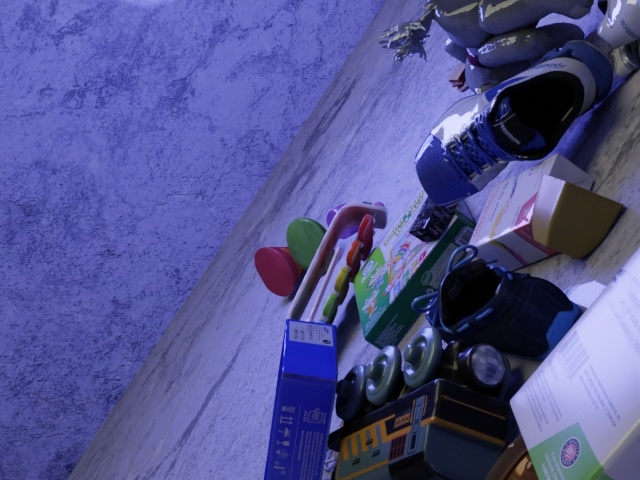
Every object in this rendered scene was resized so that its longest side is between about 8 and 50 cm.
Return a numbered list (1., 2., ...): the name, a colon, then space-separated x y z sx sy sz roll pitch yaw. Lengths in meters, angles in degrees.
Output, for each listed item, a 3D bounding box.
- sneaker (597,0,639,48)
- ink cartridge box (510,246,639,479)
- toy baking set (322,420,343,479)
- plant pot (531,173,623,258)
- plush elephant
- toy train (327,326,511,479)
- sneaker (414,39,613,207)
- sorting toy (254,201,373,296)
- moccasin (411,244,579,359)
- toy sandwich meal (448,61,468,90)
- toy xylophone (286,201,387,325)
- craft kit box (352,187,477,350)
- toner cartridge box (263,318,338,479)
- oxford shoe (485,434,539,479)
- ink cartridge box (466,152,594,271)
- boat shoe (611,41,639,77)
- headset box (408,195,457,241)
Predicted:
1. sneaker: 0.441 -0.384 1.575 0.129 0.111 0.297 -31 27 41
2. ink cartridge box: 0.304 0.113 0.971 0.273 0.115 0.198 -54 14 17
3. toy baking set: 0.047 0.305 1.660 0.256 0.030 0.197 -56 11 8
4. plant pot: 0.303 -0.025 1.374 0.081 0.081 0.083 -136 67 -76
5. plush elephant: 0.290 -0.317 1.744 0.330 0.255 0.272 -32 48 18
6. toy train: 0.110 0.232 1.379 0.334 0.142 0.190 -38 33 56
7. sneaker: 0.247 -0.157 1.562 0.315 0.127 0.182 -35 2 30
8. sorting toy: 0.000 0.000 2.417 0.126 0.127 0.365 -30 -4 -39
9. moccasin: 0.205 0.066 1.423 0.137 0.117 0.342 -61 13 -13
10. toy sandwich meal: 0.285 -0.331 2.219 0.085 0.029 0.085 -53 14 20
11. toy xylophone: 0.026 0.076 2.074 0.236 0.081 0.322 60 -126 -78
12. craft kit box: 0.151 0.030 1.846 0.250 0.061 0.246 -54 11 14
13. toner cartridge box: -0.036 0.299 1.534 0.165 0.075 0.347 -86 4 -68
14. oxford shoe: 0.180 0.296 1.121 0.076 0.076 0.212 42 116 37
15. ink cartridge box: 0.268 -0.028 1.518 0.115 0.067 0.198 -64 14 -24
16. boat shoe: 0.420 -0.261 1.575 0.035 0.035 0.100 -44 25 36
17. headset box: 0.177 -0.042 1.729 0.083 0.032 0.062 -60 14 -15
